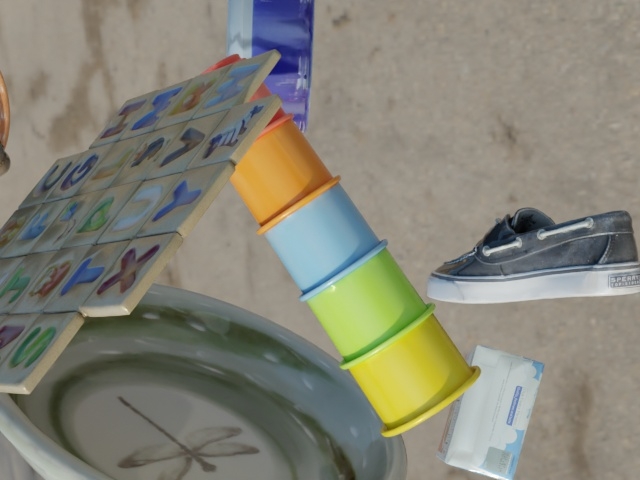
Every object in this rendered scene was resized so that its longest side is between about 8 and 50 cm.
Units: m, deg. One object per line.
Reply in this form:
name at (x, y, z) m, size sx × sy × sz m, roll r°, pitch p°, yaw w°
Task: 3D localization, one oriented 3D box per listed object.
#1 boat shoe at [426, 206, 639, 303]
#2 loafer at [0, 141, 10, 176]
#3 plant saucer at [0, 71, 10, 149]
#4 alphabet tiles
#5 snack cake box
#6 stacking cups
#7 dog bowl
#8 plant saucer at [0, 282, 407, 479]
boat shoe at (0.226, 0.015, 1.403) m, size 0.301 × 0.108 × 0.102 m, roll -8°, pitch 86°, yaw 58°
loafer at (-0.399, -0.086, 1.220) m, size 0.267 × 0.096 × 0.084 m, roll 3°, pitch 145°, yaw 44°
plant saucer at (-0.498, -0.183, 1.749) m, size 0.200 × 0.037 × 0.200 m, roll -2°, pitch -90°, yaw -69°
alphabet tiles at (-0.163, -0.013, 0.885) m, size 0.011 × 0.285 × 0.342 m, roll 45°, pitch 154°, yaw -23°
snack cake box at (0.216, 0.225, 1.652) m, size 0.264 × 0.089 × 0.152 m, roll 67°, pitch -141°, yaw -82°
stacking cups at (0.000, 0.000, 1.006) m, size 0.316 × 0.096 × 0.096 m, roll 55°, pitch 154°, yaw 2°
dog bowl at (-0.065, -0.266, 1.611) m, size 0.265 × 0.104 × 0.265 m, roll -178°, pitch 90°, yaw -86°
plant saucer at (-0.124, 0.170, 1.138) m, size 0.400 × 0.400 × 0.101 m, roll 48°, pitch 122°, yaw 51°
